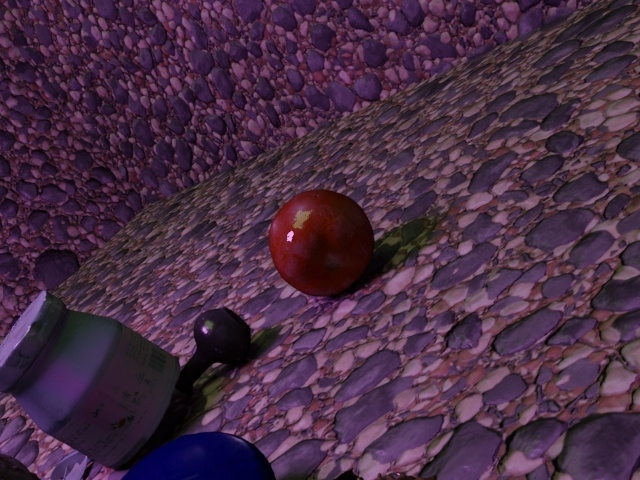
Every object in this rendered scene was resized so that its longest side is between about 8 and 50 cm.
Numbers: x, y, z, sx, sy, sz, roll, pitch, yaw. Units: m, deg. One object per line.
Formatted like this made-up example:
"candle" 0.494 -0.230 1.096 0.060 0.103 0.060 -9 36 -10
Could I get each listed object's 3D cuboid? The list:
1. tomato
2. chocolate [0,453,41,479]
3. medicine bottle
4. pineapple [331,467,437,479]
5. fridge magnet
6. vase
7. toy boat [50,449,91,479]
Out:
"tomato" 0.000 0.000 1.605 0.208 0.208 0.184 -34 33 4
"chocolate" -0.546 0.464 1.339 0.303 0.303 0.213 -33 -1 7
"medicine bottle" -0.444 0.250 1.535 0.245 0.290 0.245 -45 22 24
"pineapple" 0.029 0.318 0.869 0.310 0.141 0.170 -26 23 49
"fridge magnet" -0.178 0.365 1.078 0.265 0.113 0.265 -18 32 12
"vase" -0.220 0.220 1.616 0.183 0.120 0.120 -49 18 1
"toy boat" -0.479 0.446 1.607 0.105 0.034 0.149 -42 18 -13
